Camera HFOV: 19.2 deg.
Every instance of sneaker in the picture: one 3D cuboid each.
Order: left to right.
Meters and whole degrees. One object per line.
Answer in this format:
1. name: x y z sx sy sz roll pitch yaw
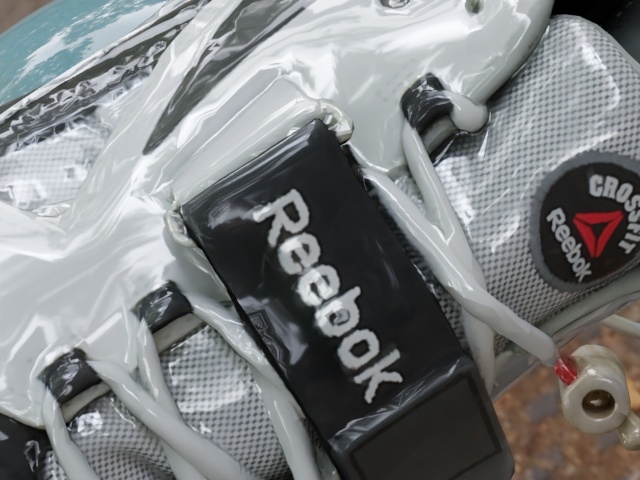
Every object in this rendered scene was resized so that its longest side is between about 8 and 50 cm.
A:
1. sneaker: 0.000 0.000 0.418 0.146 0.122 0.330 -3 41 47

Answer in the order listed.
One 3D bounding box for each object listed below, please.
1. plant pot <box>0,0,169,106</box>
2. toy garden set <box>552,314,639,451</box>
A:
1. plant pot: -0.104 0.006 0.930 0.290 0.195 0.290 19 114 49
2. toy garden set: 0.179 0.031 0.732 0.204 0.244 0.049 -53 9 20
